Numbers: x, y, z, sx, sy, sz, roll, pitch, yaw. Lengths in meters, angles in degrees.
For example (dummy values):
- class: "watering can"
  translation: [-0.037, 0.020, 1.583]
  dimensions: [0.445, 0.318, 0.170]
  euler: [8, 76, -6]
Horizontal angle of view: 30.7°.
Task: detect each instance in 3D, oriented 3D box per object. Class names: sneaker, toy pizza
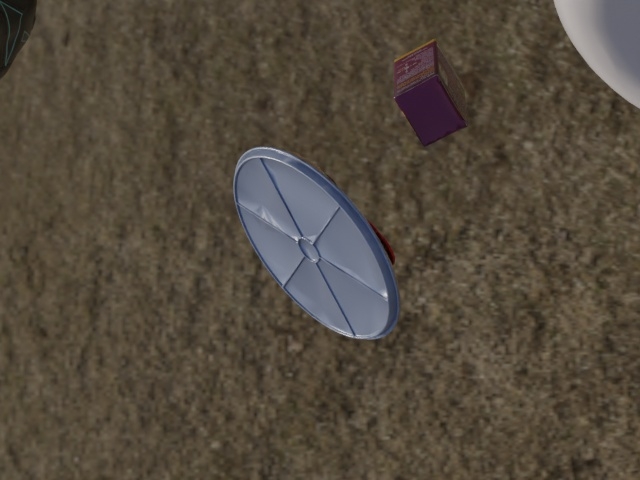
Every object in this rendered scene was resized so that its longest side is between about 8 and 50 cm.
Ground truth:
- class: "sneaker"
  translation: [-0.309, -0.209, 0.998]
  dimensions: [0.101, 0.267, 0.106]
  euler: [42, 80, 1]
- class: "toy pizza"
  translation: [0.000, 0.000, 1.019]
  dimensions: [0.201, 0.032, 0.201]
  euler: [37, 150, 26]

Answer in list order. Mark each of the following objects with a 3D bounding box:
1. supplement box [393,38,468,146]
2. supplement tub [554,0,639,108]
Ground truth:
- class: "supplement box"
  translation: [0.093, -0.126, 0.984]
  dimensions: [0.043, 0.055, 0.083]
  euler: [-26, 25, 18]
- class: "supplement tub"
  translation: [0.244, -0.228, 0.540]
  dimensions: [0.235, 0.235, 0.325]
  euler: [-14, 50, 45]
